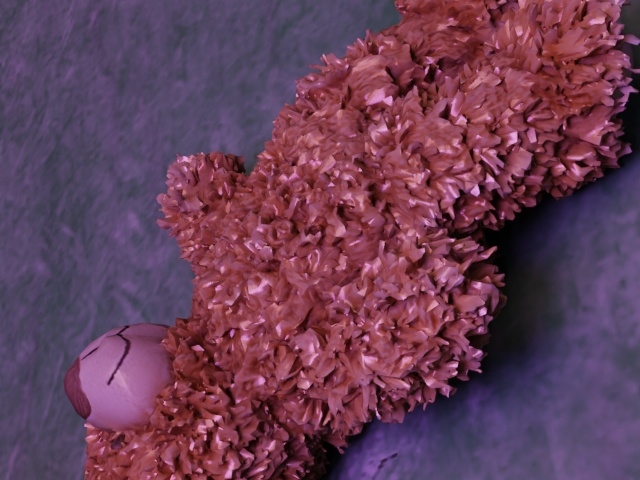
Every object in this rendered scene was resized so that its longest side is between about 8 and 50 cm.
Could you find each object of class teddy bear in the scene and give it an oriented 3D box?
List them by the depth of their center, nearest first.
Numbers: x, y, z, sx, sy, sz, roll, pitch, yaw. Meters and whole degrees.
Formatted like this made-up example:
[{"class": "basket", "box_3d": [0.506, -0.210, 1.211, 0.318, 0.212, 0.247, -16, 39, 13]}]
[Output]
[{"class": "teddy bear", "box_3d": [0.000, 0.000, 0.658, 0.338, 0.113, 0.245, -41, 42, 16]}]
